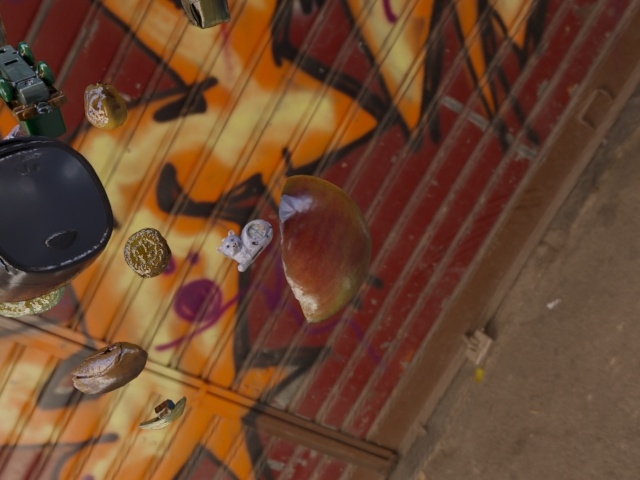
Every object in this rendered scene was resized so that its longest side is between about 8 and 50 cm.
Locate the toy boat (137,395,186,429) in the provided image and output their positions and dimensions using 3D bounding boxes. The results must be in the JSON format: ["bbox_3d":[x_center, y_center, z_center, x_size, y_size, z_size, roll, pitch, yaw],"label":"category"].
[{"bbox_3d":[-0.483,0.535,2.099,0.172,0.066,0.065,-35,4,8],"label":"toy boat"}]

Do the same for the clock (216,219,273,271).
[{"bbox_3d":[-0.236,-0.002,2.161,0.176,0.117,0.080,-49,-7,-10],"label":"clock"}]

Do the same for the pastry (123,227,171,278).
[{"bbox_3d":[-0.369,0.027,1.459,0.057,0.097,0.109,80,-152,-83],"label":"pastry"}]

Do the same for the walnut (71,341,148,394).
[{"bbox_3d":[-0.616,0.374,1.998,0.245,0.137,0.137,-25,31,10],"label":"walnut"}]

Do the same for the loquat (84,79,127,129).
[{"bbox_3d":[-0.594,-0.371,1.883,0.112,0.137,0.137,-17,32,5],"label":"loquat"}]

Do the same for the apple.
[{"bbox_3d":[0.000,0.000,1.566,0.179,0.253,0.346,130,148,-50],"label":"apple"}]

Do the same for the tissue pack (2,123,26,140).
[{"bbox_3d":[-0.924,-0.289,2.172,0.065,0.155,0.116,-25,31,17],"label":"tissue pack"}]

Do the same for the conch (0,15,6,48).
[{"bbox_3d":[-0.807,-0.463,1.508,0.319,0.214,0.303,-69,-16,-61],"label":"conch"}]

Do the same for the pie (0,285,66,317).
[{"bbox_3d":[-0.648,0.054,1.449,0.241,0.240,0.054,-59,5,13],"label":"pie"}]

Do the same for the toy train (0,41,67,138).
[{"bbox_3d":[-0.519,-0.258,1.199,0.227,0.091,0.136,41,149,33],"label":"toy train"}]

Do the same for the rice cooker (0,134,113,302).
[{"bbox_3d":[-0.489,-0.033,1.129,0.224,0.267,0.267,-22,46,51],"label":"rice cooker"}]

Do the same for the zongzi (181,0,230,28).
[{"bbox_3d":[-0.340,-0.727,1.855,0.289,0.122,0.260,-121,18,-55],"label":"zongzi"}]
